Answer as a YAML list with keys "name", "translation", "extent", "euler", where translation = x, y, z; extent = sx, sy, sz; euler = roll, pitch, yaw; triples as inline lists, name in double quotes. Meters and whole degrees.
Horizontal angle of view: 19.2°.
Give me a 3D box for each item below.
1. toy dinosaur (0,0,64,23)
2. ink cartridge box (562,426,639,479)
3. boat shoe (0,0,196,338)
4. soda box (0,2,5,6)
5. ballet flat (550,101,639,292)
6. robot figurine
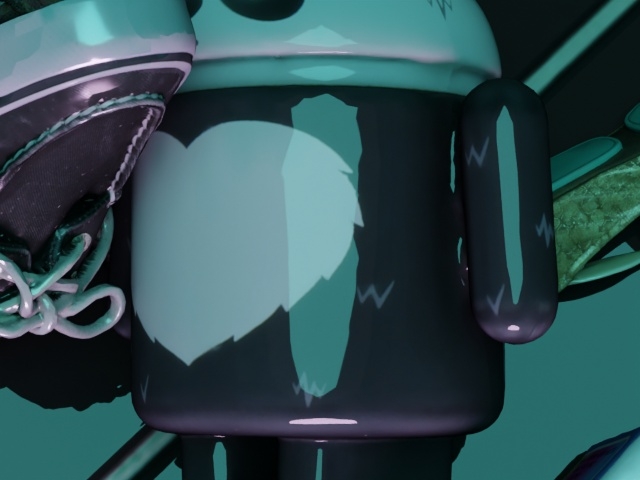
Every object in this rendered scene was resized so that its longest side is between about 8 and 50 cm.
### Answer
- name: "toy dinosaur"
  translation: [-0.104, -0.192, 0.902]
  extent: [0.200, 0.127, 0.296]
  euler: [53, 37, 3]
- name: "ink cartridge box"
  translation: [0.098, 0.312, 0.811]
  extent: [0.270, 0.151, 0.395]
  euler: [42, 79, 8]
- name: "boat shoe"
  translation: [-0.139, -0.003, 0.810]
  extent: [0.113, 0.306, 0.105]
  euler: [-8, 73, -44]
- name: "soda box"
  translation: [-0.194, -0.146, 0.949]
  extent: [0.169, 0.053, 0.060]
  euler: [39, 81, 7]
- name: "ballet flat"
  translation: [0.164, -0.032, 0.936]
  extent: [0.206, 0.073, 0.067]
  euler: [-31, 108, -4]
- name: "robot figurine"
  translation: [-0.003, 0.000, 0.853]
  extent: [0.209, 0.173, 0.278]
  euler: [0, 86, 3]
